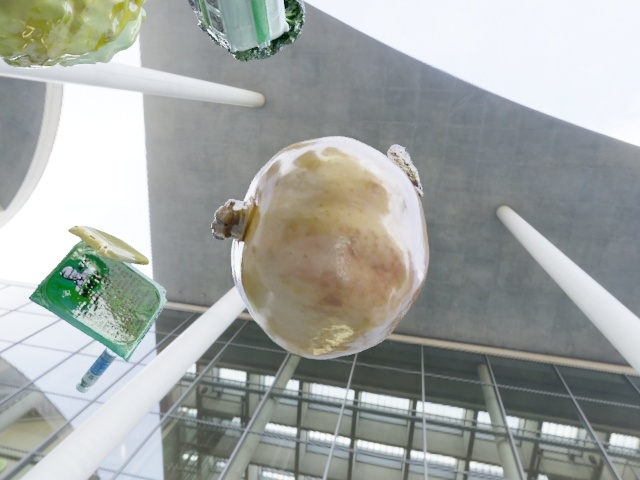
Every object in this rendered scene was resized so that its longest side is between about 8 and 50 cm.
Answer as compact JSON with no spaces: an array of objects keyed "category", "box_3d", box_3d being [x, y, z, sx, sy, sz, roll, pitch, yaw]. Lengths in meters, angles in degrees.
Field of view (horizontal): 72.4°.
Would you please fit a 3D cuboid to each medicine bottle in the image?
[{"category":"medicine bottle","box_3d":[-0.766,0.442,1.502,0.051,0.051,0.191,41,-82,0]}]

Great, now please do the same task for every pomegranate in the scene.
[{"category":"pomegranate","box_3d":[0.000,0.000,0.807,0.412,0.411,0.411,3,-75,12]}]

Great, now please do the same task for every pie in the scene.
[{"category":"pie","box_3d":[0.231,-0.205,1.216,0.088,0.191,0.033,6,-38,-25]}]

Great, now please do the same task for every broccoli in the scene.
[{"category":"broccoli","box_3d":[-0.179,-0.645,1.210,0.298,0.297,0.297,-5,-65,-12]}]

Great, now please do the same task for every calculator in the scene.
[{"category":"calculator","box_3d":[-0.557,0.015,1.185,0.157,0.236,0.033,31,-95,12]}]

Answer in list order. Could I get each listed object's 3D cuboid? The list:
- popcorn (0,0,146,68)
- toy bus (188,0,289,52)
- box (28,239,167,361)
[{"category":"popcorn","box_3d":[-0.239,-0.229,0.321,0.221,0.204,0.183,23,-33,-1]},{"category":"toy bus","box_3d":[-0.138,-0.441,0.659,0.134,0.276,0.164,-30,-119,-15]},{"category":"box","box_3d":[-0.679,0.183,1.360,0.106,0.264,0.337,-26,-60,40]}]
